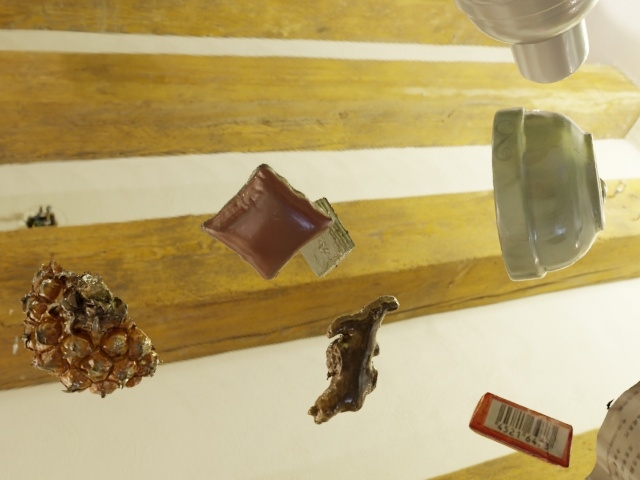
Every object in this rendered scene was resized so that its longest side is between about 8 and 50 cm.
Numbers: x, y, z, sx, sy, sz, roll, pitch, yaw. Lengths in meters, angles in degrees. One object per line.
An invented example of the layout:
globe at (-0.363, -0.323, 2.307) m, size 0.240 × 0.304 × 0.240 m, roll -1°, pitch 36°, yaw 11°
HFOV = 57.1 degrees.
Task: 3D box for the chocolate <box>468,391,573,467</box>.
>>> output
chocolate at (0.495, 0.470, 1.461) m, size 0.237 × 0.235 × 0.108 m, roll 17°, pitch -104°, yaw 22°

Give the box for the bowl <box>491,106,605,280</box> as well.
bowl at (0.396, -0.087, 1.020) m, size 0.163 × 0.307 × 0.307 m, roll -7°, pitch -143°, yaw 27°

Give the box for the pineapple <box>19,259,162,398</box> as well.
pineapple at (-0.351, 0.135, 0.860) m, size 0.250 × 0.164 × 0.140 m, roll 46°, pitch -125°, yaw -8°

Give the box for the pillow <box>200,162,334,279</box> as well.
pillow at (-0.092, -0.031, 1.028) m, size 0.171 × 0.179 × 0.075 m, roll 39°, pitch -157°, yaw -21°

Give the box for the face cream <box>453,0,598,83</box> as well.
face cream at (0.166, -0.255, 0.480) m, size 0.145 × 0.369 × 0.145 m, roll -16°, pitch -125°, yaw 25°

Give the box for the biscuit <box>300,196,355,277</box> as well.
biscuit at (0.000, 0.000, 1.198) m, size 0.040 × 0.199 × 0.121 m, roll -30°, pitch -99°, yaw -23°

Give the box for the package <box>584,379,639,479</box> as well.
package at (0.371, 0.186, 0.562) m, size 0.062 × 0.251 × 0.204 m, roll 30°, pitch -172°, yaw -9°

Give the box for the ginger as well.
ginger at (0.073, 0.276, 1.361) m, size 0.166 × 0.333 × 0.080 m, roll 18°, pitch -177°, yaw -30°

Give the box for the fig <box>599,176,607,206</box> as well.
fig at (0.607, -0.081, 1.400) m, size 0.154 × 0.166 × 0.144 m, roll -19°, pitch -168°, yaw 7°
